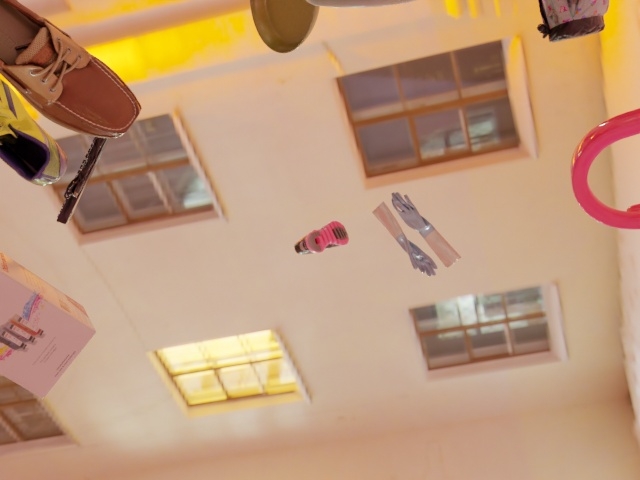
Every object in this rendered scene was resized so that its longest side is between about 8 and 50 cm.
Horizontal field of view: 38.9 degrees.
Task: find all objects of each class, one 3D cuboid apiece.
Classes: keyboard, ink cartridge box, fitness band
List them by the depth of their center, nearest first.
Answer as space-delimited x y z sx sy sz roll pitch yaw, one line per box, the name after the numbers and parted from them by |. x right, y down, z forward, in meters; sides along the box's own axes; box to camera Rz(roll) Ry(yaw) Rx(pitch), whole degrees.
-0.444 0.116 1.318 0.176 0.127 0.128 40 177 -27 | ink cartridge box
0.555 -0.122 1.470 0.209 0.291 0.054 61 -156 -29 | fitness band
-0.514 -0.182 2.023 0.317 0.033 0.201 -66 12 -3 | keyboard

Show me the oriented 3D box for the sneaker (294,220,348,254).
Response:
0.000 0.000 1.556 0.119 0.057 0.047 -14 -99 -50 | sneaker

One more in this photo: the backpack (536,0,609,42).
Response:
0.482 -0.481 1.736 0.152 0.115 0.181 -20 -79 -48 | backpack

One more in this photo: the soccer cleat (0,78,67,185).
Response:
-0.568 -0.212 1.601 0.289 0.093 0.121 45 -171 -1 | soccer cleat

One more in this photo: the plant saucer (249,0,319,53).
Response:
-0.069 -0.516 1.902 0.037 0.241 0.240 -12 -89 -37 | plant saucer

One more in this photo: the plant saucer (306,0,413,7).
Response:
0.076 -0.456 1.511 0.400 0.401 0.100 -75 -17 -66 | plant saucer

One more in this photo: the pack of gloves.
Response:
0.222 -0.006 2.243 0.232 0.046 0.195 50 157 4 | pack of gloves

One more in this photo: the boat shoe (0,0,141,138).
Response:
-0.413 -0.262 1.322 0.324 0.122 0.120 34 175 -16 | boat shoe
